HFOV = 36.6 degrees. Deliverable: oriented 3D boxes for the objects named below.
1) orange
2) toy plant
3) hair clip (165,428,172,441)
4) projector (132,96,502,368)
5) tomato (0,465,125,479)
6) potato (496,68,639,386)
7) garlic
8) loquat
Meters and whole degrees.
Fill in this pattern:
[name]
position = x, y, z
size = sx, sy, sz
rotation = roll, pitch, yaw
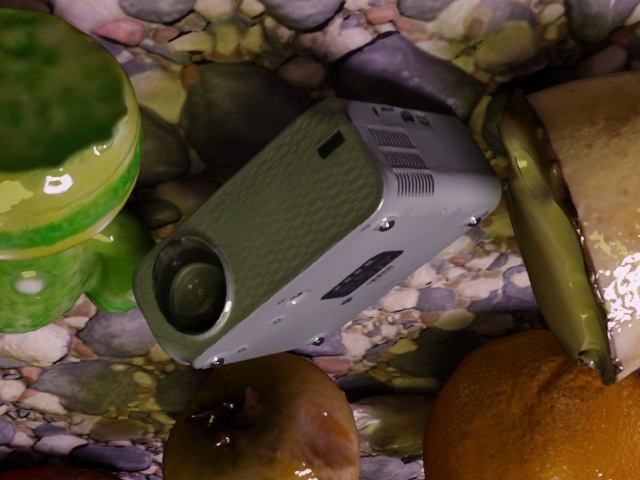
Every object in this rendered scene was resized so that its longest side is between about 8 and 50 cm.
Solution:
[orange]
position = 0.237, 0.221, 1.031
size = 0.264, 0.264, 0.264
rotation = -5, 137, -4
[toy plant]
position = -0.240, -0.015, 0.763
size = 0.224, 0.184, 0.316
rotation = -8, 148, -15
[hair clip]
position = -0.076, 0.233, 1.138
size = 0.214, 0.056, 0.062
rotation = 2, 121, -24
[projector]
position = 0.000, 0.000, 0.790
size = 0.250, 0.108, 0.198
rotation = -38, 161, 29
[tomato]
position = -0.334, 0.361, 1.162
size = 0.338, 0.143, 0.338
rotation = -5, 142, -4
[potato]
position = 0.279, -0.027, 0.801
size = 0.242, 0.242, 0.285
rotation = -17, 118, 9
[garlic]
position = 0.072, 0.212, 1.133
size = 0.152, 0.066, 0.084
rotation = 6, 108, -20
[loquat]
position = -0.055, 0.217, 0.999
size = 0.213, 0.213, 0.213
rotation = -5, 137, -4
